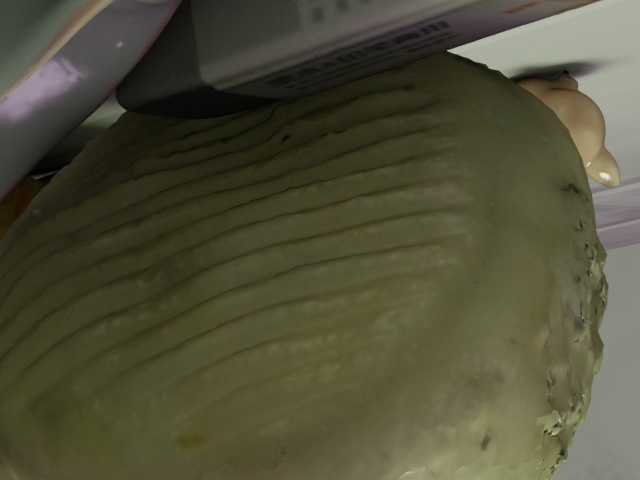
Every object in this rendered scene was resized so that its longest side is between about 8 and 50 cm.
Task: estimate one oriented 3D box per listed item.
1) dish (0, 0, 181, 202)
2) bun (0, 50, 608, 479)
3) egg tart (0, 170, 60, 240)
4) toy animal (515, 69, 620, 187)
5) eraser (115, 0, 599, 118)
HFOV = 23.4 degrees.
[{"bbox_3d":[-0.159,-0.056,0.611,0.229,0.081,0.229,-43,-179,1],"label":"dish"},{"bbox_3d":[-0.015,0.053,0.789,0.326,0.235,0.362,-32,-148,-14],"label":"bun"},{"bbox_3d":[-0.192,0.042,1.001,0.297,0.297,0.132,-11,135,6],"label":"egg tart"},{"bbox_3d":[0.159,-0.074,1.118,0.083,0.089,0.150,-13,-177,-10],"label":"toy animal"},{"bbox_3d":[0.062,-0.119,0.649,0.352,0.061,0.089,-14,174,32],"label":"eraser"}]
